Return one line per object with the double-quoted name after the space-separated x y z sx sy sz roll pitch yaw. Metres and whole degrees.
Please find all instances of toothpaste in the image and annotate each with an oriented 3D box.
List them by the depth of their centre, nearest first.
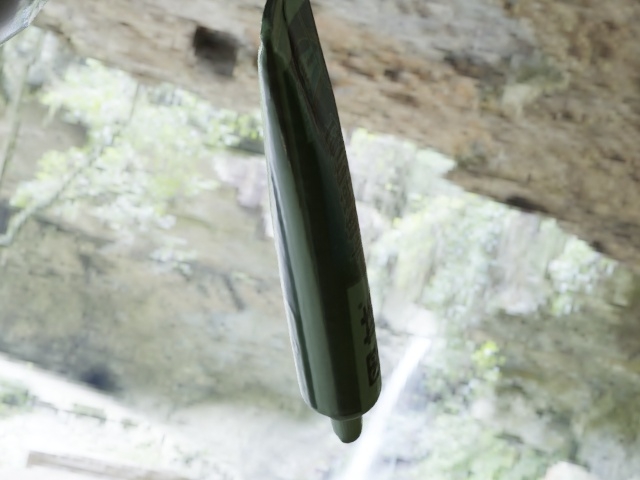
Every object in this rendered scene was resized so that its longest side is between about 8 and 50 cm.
0.000 0.000 0.853 0.061 0.099 0.392 0 -48 9 "toothpaste"

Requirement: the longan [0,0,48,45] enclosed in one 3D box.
-0.301 -0.313 0.858 0.404 0.404 0.436 12 -16 15 "longan"
